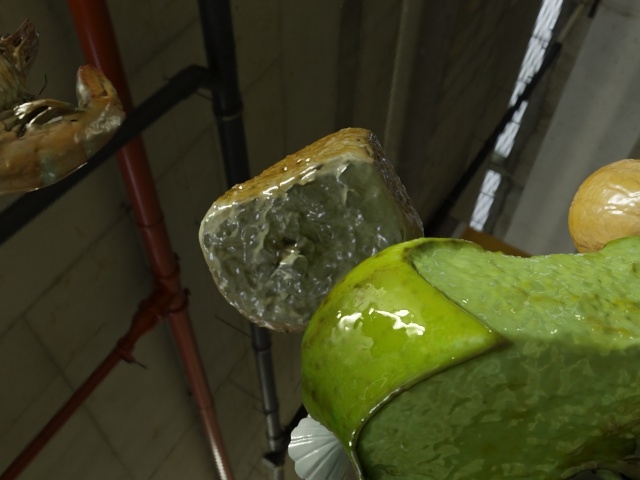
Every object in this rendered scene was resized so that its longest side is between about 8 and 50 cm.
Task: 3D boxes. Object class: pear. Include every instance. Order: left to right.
[{"bbox_3d":[0.114,0.116,0.491,0.164,0.256,0.238,-89,1,-59],"label":"pear"}]

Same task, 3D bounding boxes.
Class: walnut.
[{"bbox_3d":[0.457,-0.020,0.988,0.193,0.193,0.226,-65,23,9],"label":"walnut"}]

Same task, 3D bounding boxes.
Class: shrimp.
[{"bbox_3d":[-0.154,-0.082,0.383,0.162,0.095,0.045,-97,-7,-46],"label":"shrimp"}]

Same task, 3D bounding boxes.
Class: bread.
[{"bbox_3d":[0.000,0.000,0.715,0.196,0.176,0.246,-25,11,12],"label":"bread"}]

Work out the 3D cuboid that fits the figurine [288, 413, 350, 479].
[{"bbox_3d":[0.006,0.234,0.791,0.086,0.094,0.082,-21,-28,-11],"label":"figurine"}]
